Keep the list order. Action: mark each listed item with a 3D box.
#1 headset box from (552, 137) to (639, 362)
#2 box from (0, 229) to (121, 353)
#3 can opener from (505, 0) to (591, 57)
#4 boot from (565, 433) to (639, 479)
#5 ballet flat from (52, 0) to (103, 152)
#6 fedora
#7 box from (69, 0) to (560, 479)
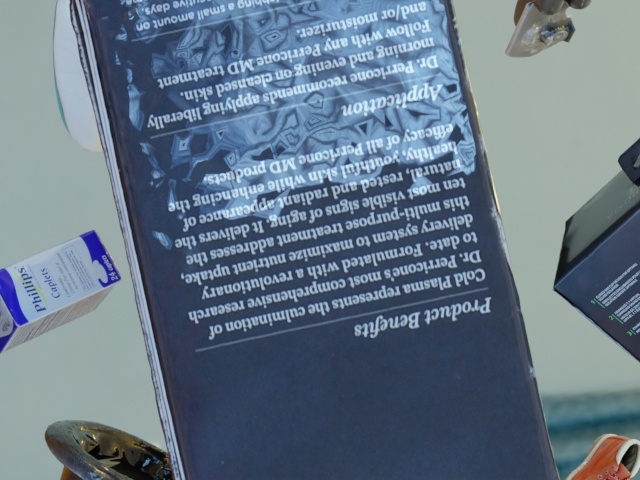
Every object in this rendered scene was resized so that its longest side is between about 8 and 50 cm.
[{"bbox_3d":[0.368,0.013,1.051,0.283,0.246,0.131,39,31,-5],"label":"headset box"},{"bbox_3d":[-0.320,0.060,1.476,0.072,0.137,0.126,60,-30,6],"label":"box"},{"bbox_3d":[0.270,-0.310,1.450,0.283,0.076,0.095,105,-32,-62],"label":"can opener"},{"bbox_3d":[0.401,0.343,1.802,0.059,0.158,0.084,40,-19,-14],"label":"boot"},{"bbox_3d":[-0.227,-0.301,1.450,0.139,0.139,0.400,-84,176,-88],"label":"ballet flat"},{"bbox_3d":[-0.335,0.428,2.094,0.152,0.334,0.334,-61,-179,2],"label":"fedora"},{"bbox_3d":[0.000,0.000,1.162,0.480,0.297,0.472,35,44,-88],"label":"box"}]
